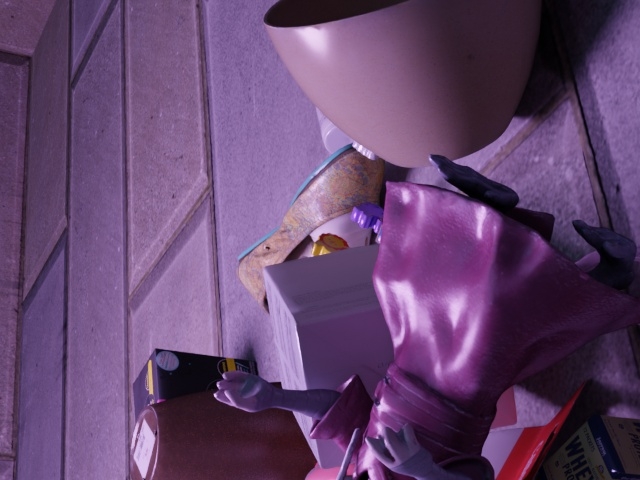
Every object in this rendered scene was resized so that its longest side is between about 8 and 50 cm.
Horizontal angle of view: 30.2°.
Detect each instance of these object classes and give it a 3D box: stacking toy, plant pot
[{"bbox_3d":[0.093,-0.002,1.338,0.221,0.052,0.167,40,123,33],"label":"stacking toy"},{"bbox_3d":[0.107,-0.188,1.228,0.284,0.284,0.190,32,146,63],"label":"plant pot"},{"bbox_3d":[-0.117,0.274,1.510,0.215,0.231,0.215,-34,51,57],"label":"plant pot"}]

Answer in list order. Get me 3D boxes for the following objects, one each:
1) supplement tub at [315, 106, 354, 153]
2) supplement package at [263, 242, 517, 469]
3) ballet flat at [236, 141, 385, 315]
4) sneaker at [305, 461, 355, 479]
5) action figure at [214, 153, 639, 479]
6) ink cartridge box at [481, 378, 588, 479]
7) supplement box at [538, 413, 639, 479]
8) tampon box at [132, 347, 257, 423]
[{"bbox_3d":[0.030,-0.170,1.554,0.071,0.071,0.107,-55,36,41],"label":"supplement tub"},{"bbox_3d":[0.061,0.101,1.167,0.203,0.194,0.149,-131,31,-73],"label":"supplement package"},{"bbox_3d":[0.000,0.000,1.528,0.348,0.123,0.123,-44,43,50],"label":"ballet flat"},{"bbox_3d":[0.039,0.235,1.269,0.314,0.116,0.136,116,172,-77],"label":"sneaker"},{"bbox_3d":[0.097,0.128,0.994,0.248,0.276,0.370,36,107,53],"label":"action figure"},{"bbox_3d":[0.142,0.226,1.080,0.181,0.056,0.224,-43,-16,-53],"label":"ink cartridge box"},{"bbox_3d":[0.240,0.191,0.968,0.083,0.083,0.056,-57,35,38],"label":"supplement box"},{"bbox_3d":[-0.180,0.241,1.734,0.101,0.161,0.120,-55,36,42],"label":"tampon box"}]
